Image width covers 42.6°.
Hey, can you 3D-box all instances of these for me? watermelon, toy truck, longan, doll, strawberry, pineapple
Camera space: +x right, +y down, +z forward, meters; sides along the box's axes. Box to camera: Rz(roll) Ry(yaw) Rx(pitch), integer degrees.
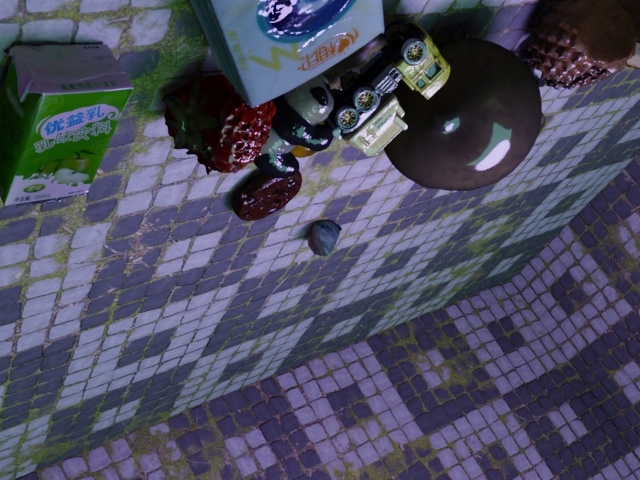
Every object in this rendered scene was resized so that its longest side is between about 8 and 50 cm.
[{"bbox_3d":[0.005,-0.006,2.306,0.094,0.081,0.180,-57,-171,11],"label":"watermelon"},{"bbox_3d":[0.138,-0.298,1.669,0.272,0.124,0.157,-44,122,11],"label":"toy truck"},{"bbox_3d":[0.310,-0.275,1.831,0.361,0.361,0.361,-27,159,-12],"label":"longan"},{"bbox_3d":[-0.064,-0.235,1.634,0.234,0.143,0.135,-36,148,19],"label":"doll"},{"bbox_3d":[-0.169,-0.216,1.482,0.201,0.184,0.187,-28,-168,-40],"label":"strawberry"},{"bbox_3d":[0.582,-0.450,2.000,0.223,0.223,0.357,-23,176,-23],"label":"pineapple"}]

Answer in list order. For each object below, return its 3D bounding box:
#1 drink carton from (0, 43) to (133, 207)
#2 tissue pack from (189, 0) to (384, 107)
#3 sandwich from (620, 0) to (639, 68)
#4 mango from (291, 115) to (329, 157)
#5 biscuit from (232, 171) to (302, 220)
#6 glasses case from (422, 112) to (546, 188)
[{"bbox_3d":[-0.425,-0.180,1.297,0.161,0.108,0.271,-15,152,-43],"label":"drink carton"},{"bbox_3d":[-0.058,-0.402,1.236,0.287,0.162,0.388,-31,158,-4],"label":"tissue pack"},{"bbox_3d":[0.760,-0.562,2.105,0.108,0.220,0.186,84,30,-64],"label":"sandwich"},{"bbox_3d":[-0.003,-0.241,1.816,0.187,0.066,0.101,-36,161,-14],"label":"mango"},{"bbox_3d":[-0.125,-0.112,1.952,0.192,0.049,0.192,-29,166,-8],"label":"biscuit"},{"bbox_3d":[0.458,-0.266,2.343,0.425,0.098,0.156,-25,163,-17],"label":"glasses case"}]
